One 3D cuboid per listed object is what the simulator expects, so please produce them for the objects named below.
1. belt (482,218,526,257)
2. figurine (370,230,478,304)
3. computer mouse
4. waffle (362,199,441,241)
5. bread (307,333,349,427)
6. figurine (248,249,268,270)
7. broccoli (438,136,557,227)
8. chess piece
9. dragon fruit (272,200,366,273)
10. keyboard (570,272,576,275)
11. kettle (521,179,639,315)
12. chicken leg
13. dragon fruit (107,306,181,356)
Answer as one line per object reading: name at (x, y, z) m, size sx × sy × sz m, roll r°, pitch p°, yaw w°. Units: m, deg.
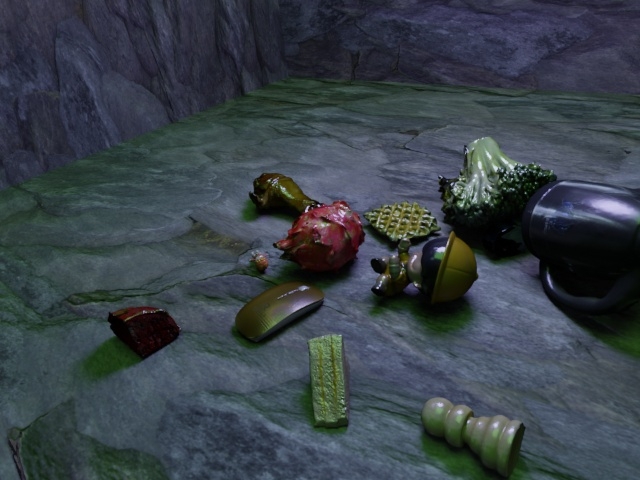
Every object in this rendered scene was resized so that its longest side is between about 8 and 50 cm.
belt at (0.530, -0.008, 1.258) m, size 0.140 × 0.105 × 0.058 m, roll -5°, pitch 30°, yaw -15°
figurine at (0.266, 0.078, 1.126) m, size 0.257 × 0.167 × 0.192 m, roll -13°, pitch 39°, yaw 35°
computer mouse at (-0.103, 0.171, 1.148) m, size 0.245 × 0.056 × 0.126 m, roll -25°, pitch 37°, yaw -29°
waffle at (0.266, -0.063, 1.442) m, size 0.204 × 0.054 × 0.223 m, roll -19°, pitch 36°, yaw -18°
bread at (0.016, 0.283, 0.899) m, size 0.077 × 0.105 × 0.152 m, roll -10°, pitch 31°, yaw 8°
figurine at (-0.186, 0.058, 1.351) m, size 0.064 × 0.047 × 0.109 m, roll -24°, pitch 26°, yaw -13°
broccoli at (0.526, -0.151, 1.348) m, size 0.334 × 0.324 × 0.272 m, roll -17°, pitch 55°, yaw 21°
chess piece at (0.264, 0.338, 0.793) m, size 0.170 × 0.094 × 0.094 m, roll 11°, pitch 36°, yaw 40°
dragon fruit at (0.000, 0.000, 1.270) m, size 0.268 × 0.210 × 0.205 m, roll -16°, pitch -6°, yaw -18°
keyboard at (0.778, 0.045, 1.207) m, size 0.251 × 0.017 × 0.087 m, roll -11°, pitch 34°, yaw -5°
kettle at (0.646, 0.018, 1.025) m, size 0.228 × 0.320 × 0.324 m, roll 24°, pitch 5°, yaw -15°
chicken leg at (-0.141, -0.160, 1.597) m, size 0.212 × 0.140 × 0.361 m, roll -14°, pitch 28°, yaw -26°
dragon fruit at (-0.452, 0.201, 1.110) m, size 0.161 × 0.120 × 0.127 m, roll 14°, pitch 32°, yaw 37°
